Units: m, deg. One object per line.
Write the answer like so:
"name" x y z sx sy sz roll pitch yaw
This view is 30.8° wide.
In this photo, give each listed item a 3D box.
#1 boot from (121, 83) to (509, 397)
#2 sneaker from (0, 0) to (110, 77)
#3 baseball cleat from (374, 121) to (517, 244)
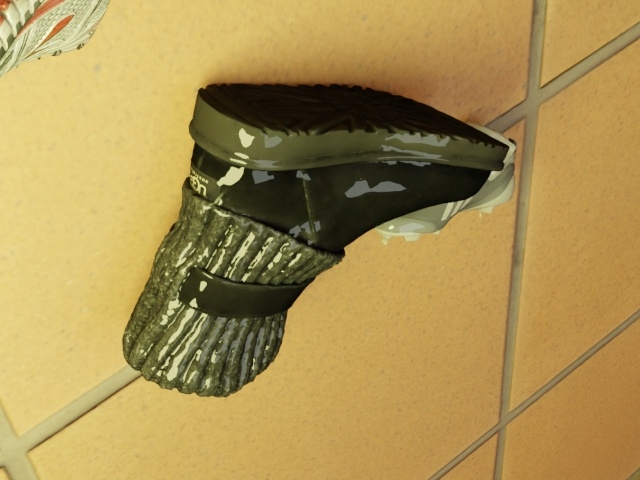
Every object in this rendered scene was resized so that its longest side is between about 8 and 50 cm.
"boot" -0.003 -0.002 1.044 0.348 0.131 0.260 -1 118 -36
"sneaker" -0.189 -0.138 0.735 0.225 0.088 0.092 -45 148 -5
"baseball cleat" 0.130 -0.067 1.213 0.206 0.072 0.109 -20 124 -43
